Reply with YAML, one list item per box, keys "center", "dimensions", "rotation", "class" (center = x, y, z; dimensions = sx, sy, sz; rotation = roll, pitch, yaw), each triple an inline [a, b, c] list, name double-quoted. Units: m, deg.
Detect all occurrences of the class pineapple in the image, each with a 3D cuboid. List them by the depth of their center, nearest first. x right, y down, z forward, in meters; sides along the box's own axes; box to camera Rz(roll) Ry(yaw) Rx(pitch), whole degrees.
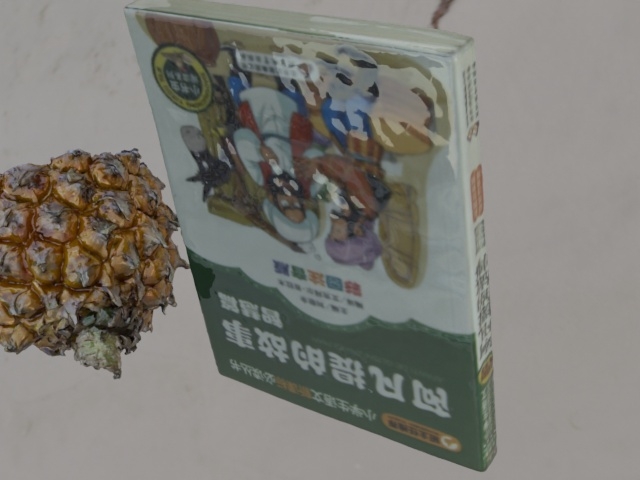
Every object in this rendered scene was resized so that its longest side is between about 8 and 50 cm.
- center: [-0.163, 0.035, 0.659]
  dimensions: [0.161, 0.176, 0.137]
  rotation: [-37, 64, 25]
  class: "pineapple"

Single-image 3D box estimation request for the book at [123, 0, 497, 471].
- center: [0.000, 0.000, 0.540]
  dimensions: [0.202, 0.264, 0.027]
  rotation: [15, 41, 31]
  class: "book"
